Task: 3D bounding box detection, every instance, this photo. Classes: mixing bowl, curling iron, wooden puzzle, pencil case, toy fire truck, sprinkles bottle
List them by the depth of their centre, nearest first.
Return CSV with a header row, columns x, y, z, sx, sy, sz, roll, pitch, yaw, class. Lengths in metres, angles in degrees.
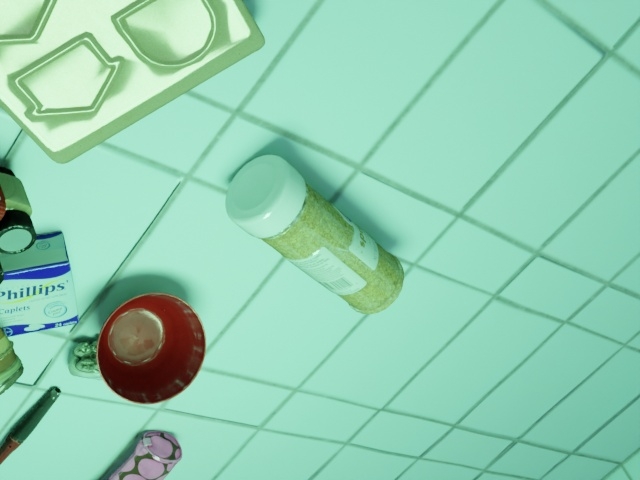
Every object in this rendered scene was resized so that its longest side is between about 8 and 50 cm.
x,y,z,sx,sy,sz,roll,pitch,yaw,class
-0.275,-0.281,1.057,0.322,0.080,0.348,-29,142,4,wooden puzzle
-0.534,-0.029,1.143,0.217,0.158,0.246,-45,144,20,toy fire truck
0.000,0.000,1.423,0.121,0.121,0.355,-38,136,13,sprinkles bottle
-0.288,0.167,1.443,0.181,0.098,0.182,-4,99,-28,mixing bowl
-0.553,0.351,1.566,0.274,0.035,0.068,-40,136,15,curling iron
-0.364,0.457,1.725,0.098,0.095,0.209,32,112,-26,pencil case

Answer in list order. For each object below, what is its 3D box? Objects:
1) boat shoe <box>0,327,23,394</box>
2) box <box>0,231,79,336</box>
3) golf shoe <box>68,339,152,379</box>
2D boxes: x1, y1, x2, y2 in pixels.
x,y,z,sx,sy,sz,roll,pitch,yaw,class
-0.601,0.168,1.295,0.323,0.122,0.120,-6,112,4,boat shoe
-0.435,0.068,1.319,0.126,0.072,0.137,-11,135,-17,box
-0.347,0.209,1.521,0.176,0.069,0.086,9,149,-30,golf shoe
